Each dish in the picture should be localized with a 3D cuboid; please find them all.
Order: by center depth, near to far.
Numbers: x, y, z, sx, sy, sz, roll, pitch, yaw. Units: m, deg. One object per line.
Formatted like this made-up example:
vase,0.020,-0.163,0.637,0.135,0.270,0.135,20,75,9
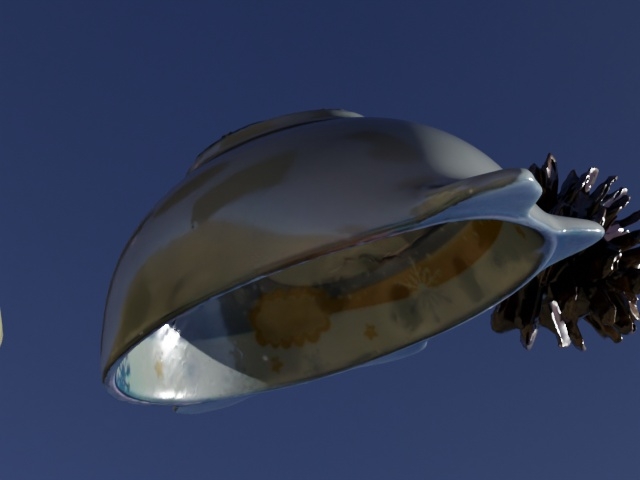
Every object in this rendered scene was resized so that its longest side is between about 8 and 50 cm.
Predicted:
dish,0.000,0.000,0.531,0.236,0.228,0.086,-27,-110,25

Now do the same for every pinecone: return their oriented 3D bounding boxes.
pinecone,0.169,0.016,0.800,0.120,0.140,0.140,24,-44,20

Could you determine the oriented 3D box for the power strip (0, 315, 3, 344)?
power strip,-0.372,-0.038,1.127,0.092,0.066,0.388,8,-55,6
